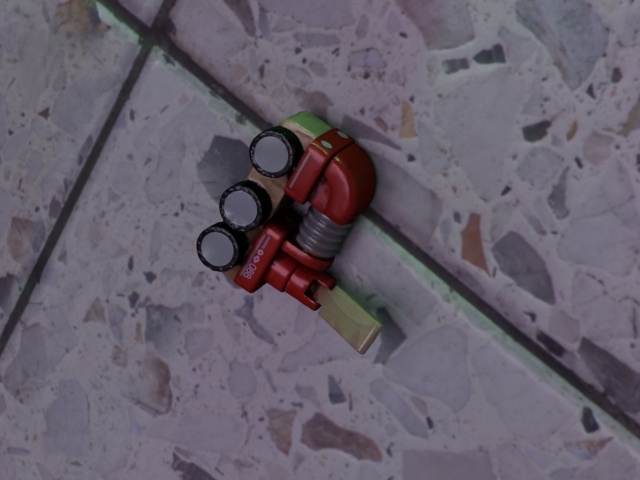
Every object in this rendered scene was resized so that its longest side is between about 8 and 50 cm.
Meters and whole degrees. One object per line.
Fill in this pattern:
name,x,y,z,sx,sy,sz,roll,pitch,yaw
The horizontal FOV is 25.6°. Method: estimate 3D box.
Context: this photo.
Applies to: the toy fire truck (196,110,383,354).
toy fire truck,0.000,0.000,1.661,0.246,0.158,0.217,35,114,8
